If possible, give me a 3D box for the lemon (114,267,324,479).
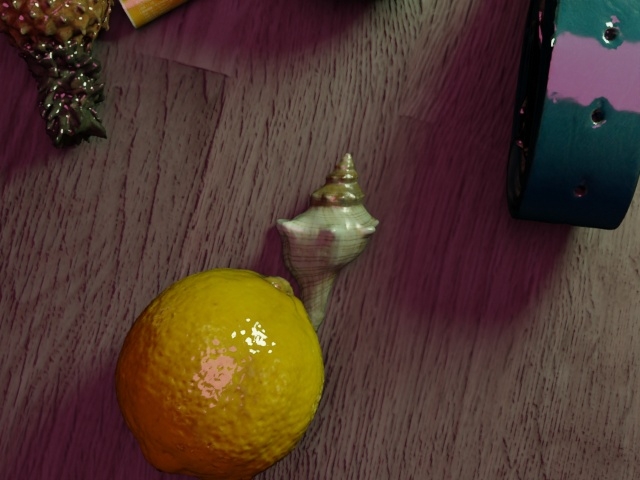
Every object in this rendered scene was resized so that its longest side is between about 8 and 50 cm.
[{"bbox_3d":[-0.130,0.177,1.525,0.293,0.293,0.293,0,83,0],"label":"lemon"}]

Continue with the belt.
[{"bbox_3d":[0.354,-0.234,1.556,0.173,0.300,0.436,5,83,0],"label":"belt"}]

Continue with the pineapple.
[{"bbox_3d":[-0.382,-0.309,1.637,0.202,0.202,0.361,-6,96,-1],"label":"pineapple"}]

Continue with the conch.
[{"bbox_3d":[-0.005,-0.009,1.627,0.137,0.114,0.234,35,90,18],"label":"conch"}]

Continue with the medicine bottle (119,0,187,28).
[{"bbox_3d":[-0.188,-0.384,1.692,0.218,0.074,0.074,-29,84,-2],"label":"medicine bottle"}]
